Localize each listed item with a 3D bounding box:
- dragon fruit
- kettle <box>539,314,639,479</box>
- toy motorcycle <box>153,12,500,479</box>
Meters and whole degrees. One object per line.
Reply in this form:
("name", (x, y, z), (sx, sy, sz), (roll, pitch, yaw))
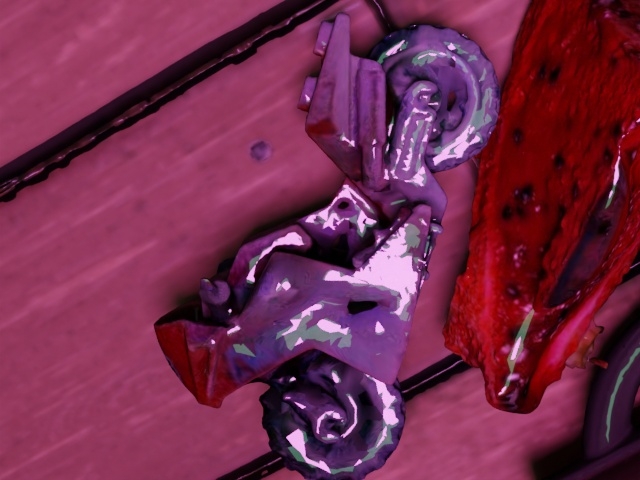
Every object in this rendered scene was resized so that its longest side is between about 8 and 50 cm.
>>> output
("dragon fruit", (0.125, -0.006, 0.529), (0.092, 0.122, 0.192), (13, 107, -20))
("kettle", (0.221, 0.109, 0.570), (0.232, 0.144, 0.202), (-30, 76, 3))
("toy motorcycle", (0.000, 0.000, 0.550), (0.122, 0.082, 0.213), (16, 97, -5))
